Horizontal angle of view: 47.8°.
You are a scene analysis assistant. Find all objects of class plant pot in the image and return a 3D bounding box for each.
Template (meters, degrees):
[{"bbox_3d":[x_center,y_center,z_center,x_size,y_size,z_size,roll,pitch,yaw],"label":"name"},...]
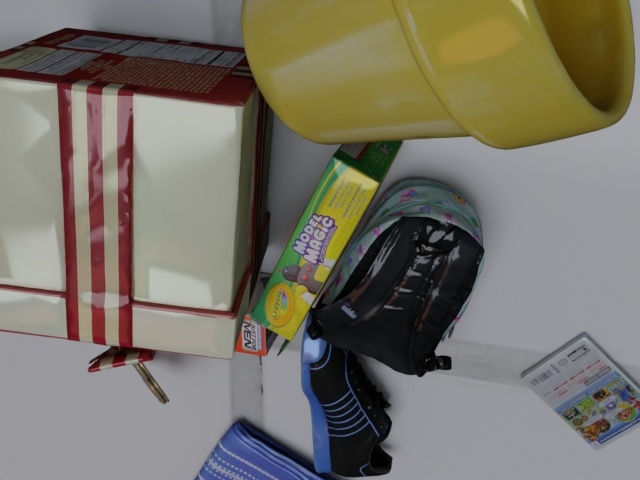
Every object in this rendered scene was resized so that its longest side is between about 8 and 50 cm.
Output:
[{"bbox_3d":[0.080,-0.180,0.554,0.239,0.254,0.254,-13,111,39],"label":"plant pot"}]

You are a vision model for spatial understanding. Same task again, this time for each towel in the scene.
[{"bbox_3d":[-0.083,0.411,0.984,0.243,0.040,0.336,32,119,0],"label":"towel"}]

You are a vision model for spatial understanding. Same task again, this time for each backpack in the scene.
[{"bbox_3d":[0.083,0.031,0.711,0.152,0.115,0.182,19,123,-10],"label":"backpack"}]

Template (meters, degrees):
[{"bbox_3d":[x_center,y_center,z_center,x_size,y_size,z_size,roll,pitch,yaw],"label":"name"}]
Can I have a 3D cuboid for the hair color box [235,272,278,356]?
[{"bbox_3d":[-0.126,0.072,0.804,0.167,0.093,0.053,7,117,14],"label":"hair color box"}]

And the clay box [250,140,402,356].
[{"bbox_3d":[0.000,0.000,0.714,0.053,0.127,0.222,30,118,1],"label":"clay box"}]

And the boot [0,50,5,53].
[{"bbox_3d":[-0.367,-0.050,0.816,0.264,0.096,0.280,-19,109,23],"label":"boot"}]

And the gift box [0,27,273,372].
[{"bbox_3d":[-0.184,-0.047,0.680,0.276,0.255,0.258,8,115,6],"label":"gift box"}]

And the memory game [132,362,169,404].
[{"bbox_3d":[-0.231,0.113,0.828,0.012,0.186,0.186,-36,105,-17],"label":"memory game"}]

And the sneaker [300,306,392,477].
[{"bbox_3d":[0.033,0.175,0.819,0.091,0.081,0.232,1,122,13],"label":"sneaker"}]

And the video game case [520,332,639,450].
[{"bbox_3d":[0.289,0.164,0.774,0.122,0.011,0.087,43,118,-6],"label":"video game case"}]
